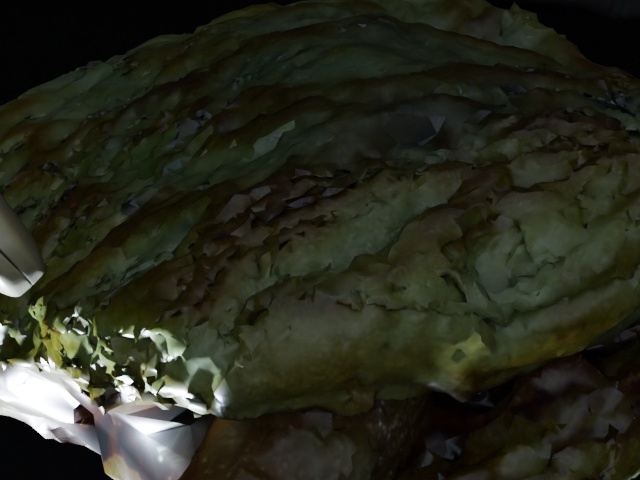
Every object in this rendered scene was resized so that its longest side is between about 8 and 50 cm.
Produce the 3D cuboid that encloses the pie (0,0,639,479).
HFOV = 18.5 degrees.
[{"bbox_3d":[0.000,-0.014,0.971,0.395,0.418,0.180,-23,-56,-19],"label":"pie"}]

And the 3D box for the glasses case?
[{"bbox_3d":[-0.097,-0.019,0.462,0.083,0.032,0.021,45,-99,1],"label":"glasses case"}]
